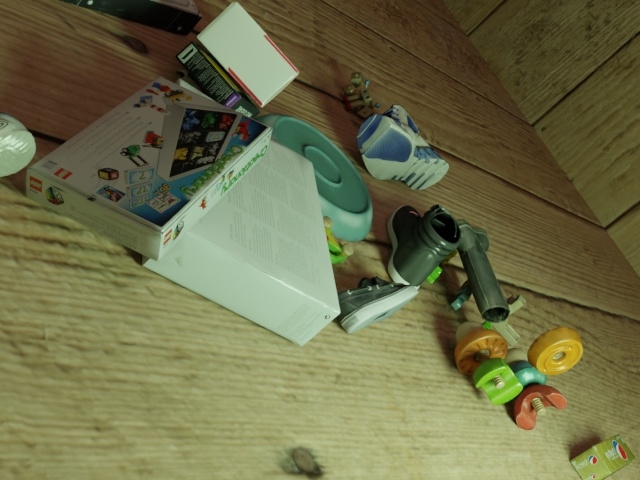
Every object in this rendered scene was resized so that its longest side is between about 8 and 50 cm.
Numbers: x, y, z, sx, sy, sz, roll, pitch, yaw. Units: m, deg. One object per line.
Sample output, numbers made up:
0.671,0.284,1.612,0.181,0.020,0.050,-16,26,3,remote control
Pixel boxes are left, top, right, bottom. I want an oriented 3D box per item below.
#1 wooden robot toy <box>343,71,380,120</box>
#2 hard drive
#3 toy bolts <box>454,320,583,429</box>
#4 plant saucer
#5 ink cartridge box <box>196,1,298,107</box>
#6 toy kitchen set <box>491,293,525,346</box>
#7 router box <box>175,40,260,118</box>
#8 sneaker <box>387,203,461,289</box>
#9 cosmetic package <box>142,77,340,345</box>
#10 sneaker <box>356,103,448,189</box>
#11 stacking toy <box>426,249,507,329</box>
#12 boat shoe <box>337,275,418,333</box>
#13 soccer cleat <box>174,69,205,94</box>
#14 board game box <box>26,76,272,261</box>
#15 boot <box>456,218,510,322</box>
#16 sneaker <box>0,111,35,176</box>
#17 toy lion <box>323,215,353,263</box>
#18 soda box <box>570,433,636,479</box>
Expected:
0.098,-0.330,2.203,0.079,0.076,0.173,73,-1,-48,wooden robot toy
-0.393,-0.510,1.668,0.339,0.064,0.237,-1,52,-57,hard drive
0.376,0.217,1.688,0.228,0.218,0.158,50,12,-40,toy bolts
-0.006,-0.135,1.755,0.317,0.044,0.317,37,27,-23,plant saucer
-0.137,-0.353,1.704,0.172,0.100,0.237,47,5,-13,ink cartridge box
0.421,0.164,1.940,0.075,0.083,0.068,47,26,0,toy kitchen set
-0.181,-0.278,1.620,0.133,0.046,0.179,50,5,4,router box
0.215,-0.021,1.812,0.104,0.147,0.296,39,25,-14,sneaker
-0.126,-0.051,1.379,0.284,0.097,0.377,33,29,-30,cosmetic package
0.157,-0.233,2.079,0.315,0.127,0.182,20,32,-56,sneaker
0.297,0.108,1.876,0.167,0.052,0.221,47,27,3,stacking toy
0.089,0.096,1.538,0.076,0.080,0.228,55,34,12,boat shoe
-0.235,-0.277,1.620,0.035,0.029,0.083,4,45,-45,soccer cleat
-0.216,-0.108,1.203,0.193,0.053,0.305,26,39,10,board game box
0.335,0.069,1.845,0.189,0.076,0.208,18,39,-56,boot
-0.431,-0.104,1.012,0.086,0.085,0.237,28,22,23,sneaker
0.000,0.000,1.585,0.100,0.034,0.096,53,33,11,toy lion
0.566,0.438,1.803,0.181,0.058,0.061,3,50,-55,soda box
